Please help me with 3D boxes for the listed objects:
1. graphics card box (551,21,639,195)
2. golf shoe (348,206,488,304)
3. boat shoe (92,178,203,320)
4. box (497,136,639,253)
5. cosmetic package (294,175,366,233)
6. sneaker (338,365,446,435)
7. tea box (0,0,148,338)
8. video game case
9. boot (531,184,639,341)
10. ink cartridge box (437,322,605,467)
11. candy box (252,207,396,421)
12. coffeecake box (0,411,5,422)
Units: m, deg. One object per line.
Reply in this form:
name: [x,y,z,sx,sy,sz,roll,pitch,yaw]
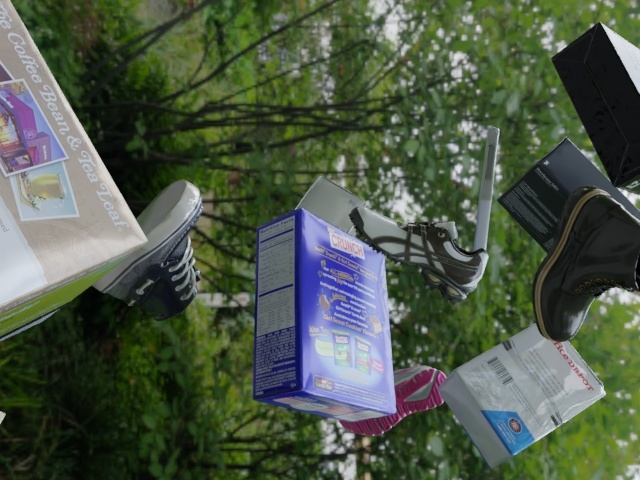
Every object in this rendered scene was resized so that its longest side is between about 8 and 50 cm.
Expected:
graphics card box: [0.521,-0.168,1.094,0.094,0.370,0.233,-35,-120,37]
golf shoe: [0.135,-0.003,0.966,0.094,0.198,0.077,-56,-178,18]
boat shoe: [-0.248,0.027,1.194,0.340,0.158,0.127,-31,-149,47]
box: [0.510,-0.049,1.428,0.261,0.103,0.184,48,-21,7]
cosmetic package: [0.000,0.000,1.678,0.153,0.129,0.296,-55,171,-25]
sneaker: [0.157,0.347,1.564,0.111,0.252,0.103,-26,97,-86]
tea box: [-0.425,-0.047,0.802,0.220,0.323,0.329,-30,90,-49]
video game case: [0.274,-0.060,1.186,0.190,0.022,0.173,83,19,-48]
boot: [0.316,0.052,0.814,0.137,0.076,0.198,-126,-145,-61]
ink cartridge box: [0.311,0.233,1.109,0.148,0.203,0.086,57,-27,22]
candy box: [0.009,0.140,1.268,0.268,0.122,0.317,27,54,-46]
coffeecake box: [-0.733,0.445,1.447,0.142,0.068,0.186,-47,-160,30]
